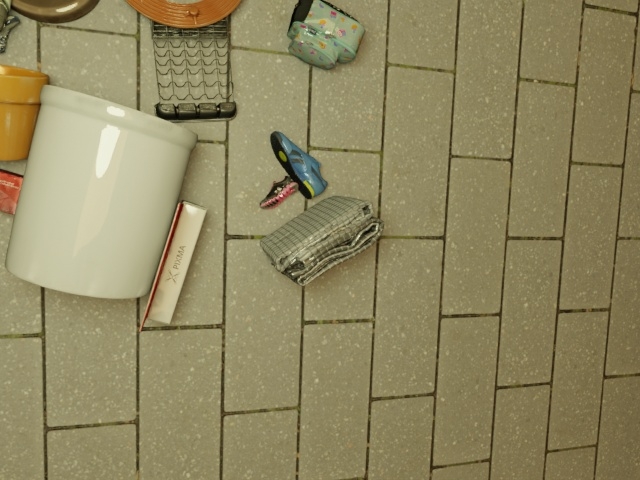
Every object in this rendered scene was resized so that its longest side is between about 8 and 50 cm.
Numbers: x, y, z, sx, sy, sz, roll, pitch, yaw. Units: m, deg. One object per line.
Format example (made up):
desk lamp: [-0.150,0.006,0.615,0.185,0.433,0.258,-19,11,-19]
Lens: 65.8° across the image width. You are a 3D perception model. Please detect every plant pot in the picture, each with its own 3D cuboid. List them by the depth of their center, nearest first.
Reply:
plant pot: [-0.611,-0.628,1.050,0.263,0.229,0.262,-2,98,-16]
plant pot: [-0.712,-0.282,1.086,0.205,0.205,0.187,5,110,-17]

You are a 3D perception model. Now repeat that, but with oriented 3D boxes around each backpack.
backpack: [0.013,-0.525,1.274,0.189,0.166,0.144,14,93,-14]

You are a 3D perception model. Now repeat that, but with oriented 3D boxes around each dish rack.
dish rack: [-0.319,-0.439,1.238,0.209,0.074,0.271,-6,96,-17]

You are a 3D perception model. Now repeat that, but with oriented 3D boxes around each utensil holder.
utensil holder: [-0.485,-0.100,1.096,0.328,0.328,0.385,16,93,-17]

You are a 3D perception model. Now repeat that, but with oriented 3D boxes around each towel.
towel: [0.000,0.000,1.292,0.284,0.235,0.121,-34,110,-10]

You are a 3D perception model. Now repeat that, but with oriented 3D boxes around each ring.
ring: [-0.341,-0.678,1.190,0.337,0.032,0.336,2,83,-14]

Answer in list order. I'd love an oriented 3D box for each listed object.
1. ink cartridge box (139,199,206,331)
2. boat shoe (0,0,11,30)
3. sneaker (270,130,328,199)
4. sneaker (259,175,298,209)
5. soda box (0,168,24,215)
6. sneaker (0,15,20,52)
ink cartridge box: [-0.347,0.054,1.180,0.066,0.261,0.296,18,91,-16]
boat shoe: [-0.821,-0.486,1.040,0.305,0.109,0.091,-3,73,-5]
sneaker: [-0.056,-0.215,1.343,0.082,0.069,0.209,-40,106,-21]
sneaker: [-0.120,-0.132,1.346,0.119,0.047,0.057,-35,69,0]
soda box: [-0.809,-0.139,1.118,0.264,0.083,0.092,17,92,-18]
sneaker: [-0.738,-0.460,1.128,0.135,0.052,0.058,-36,114,-2]
